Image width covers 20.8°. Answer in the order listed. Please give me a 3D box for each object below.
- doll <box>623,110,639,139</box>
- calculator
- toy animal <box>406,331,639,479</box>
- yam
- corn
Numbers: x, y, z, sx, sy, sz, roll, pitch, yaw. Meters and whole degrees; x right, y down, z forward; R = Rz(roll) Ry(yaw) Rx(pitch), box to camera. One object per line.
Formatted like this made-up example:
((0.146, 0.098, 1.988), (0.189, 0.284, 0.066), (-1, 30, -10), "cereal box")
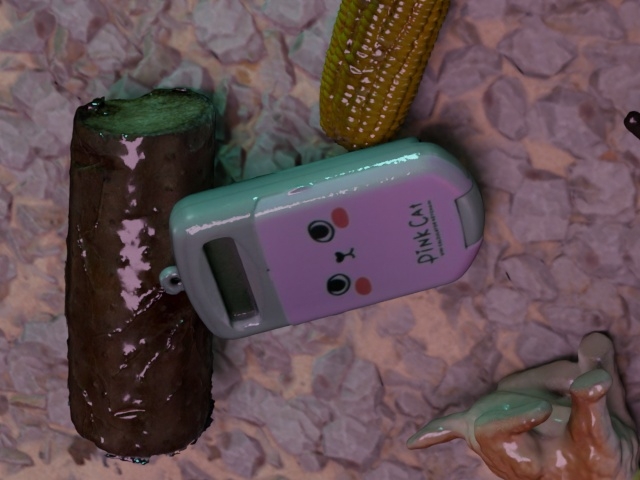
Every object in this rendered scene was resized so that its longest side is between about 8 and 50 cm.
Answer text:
((0.299, -0.035, 1.182), (0.165, 0.057, 0.139), (46, 169, -34), "doll")
((0.000, 0.000, 1.284), (0.246, 0.045, 0.141), (-14, 135, 1), "calculator")
((0.184, 0.191, 1.342), (0.184, 0.104, 0.185), (-24, 110, 27), "toy animal")
((-0.141, 0.023, 1.363), (0.131, 0.131, 0.280), (10, 114, 16), "yam")
((0.051, -0.162, 1.225), (0.080, 0.080, 0.231), (22, 120, 9), "corn")
